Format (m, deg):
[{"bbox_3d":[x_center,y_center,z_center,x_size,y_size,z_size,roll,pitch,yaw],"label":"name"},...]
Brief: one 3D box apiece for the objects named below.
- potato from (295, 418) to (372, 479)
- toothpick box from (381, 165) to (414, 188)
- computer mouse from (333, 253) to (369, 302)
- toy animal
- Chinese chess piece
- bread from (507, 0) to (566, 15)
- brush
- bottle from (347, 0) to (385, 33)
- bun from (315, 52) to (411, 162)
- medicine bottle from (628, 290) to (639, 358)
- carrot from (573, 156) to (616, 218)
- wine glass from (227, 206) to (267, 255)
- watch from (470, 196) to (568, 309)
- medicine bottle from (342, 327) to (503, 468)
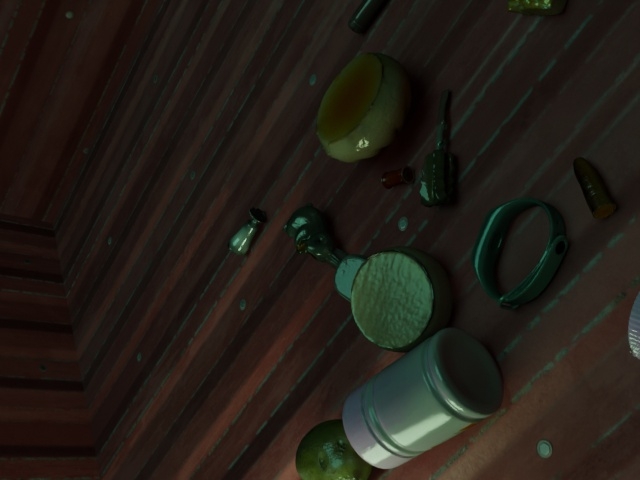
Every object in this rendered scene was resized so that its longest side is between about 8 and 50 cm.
[{"bbox_3d":[0.026,0.539,1.896,0.251,0.159,0.174,-34,31,53],"label":"potato"},{"bbox_3d":[0.195,-0.160,1.955,0.083,0.047,0.047,-11,72,51],"label":"toothpick box"},{"bbox_3d":[0.130,0.114,1.946,0.231,0.079,0.128,30,103,34],"label":"computer mouse"},{"bbox_3d":[-0.010,-0.004,2.128,0.236,0.108,0.138,42,113,48],"label":"toy animal"},{"bbox_3d":[0.187,0.137,1.798,0.249,0.103,0.250,-5,82,37],"label":"Chinese chess piece"},{"bbox_3d":[0.489,-0.587,1.671,0.125,0.068,0.188,22,98,52],"label":"bread"},{"bbox_3d":[0.286,-0.227,1.845,0.084,0.071,0.301,-14,64,54],"label":"brush"},{"bbox_3d":[0.134,-0.651,2.165,0.140,0.053,0.053,-51,45,32],"label":"bottle"},{"bbox_3d":[0.128,-0.329,1.994,0.299,0.164,0.299,-39,37,37],"label":"bun"},{"bbox_3d":[0.645,0.155,1.173,0.290,0.178,0.178,24,99,53],"label":"medicine bottle"},{"bbox_3d":[0.531,-0.111,1.504,0.048,0.048,0.139,-42,49,38],"label":"carrot"},{"bbox_3d":[-0.234,-0.028,2.463,0.155,0.072,0.072,-54,43,27],"label":"wine glass"},{"bbox_3d":[0.413,0.025,1.611,0.195,0.068,0.237,29,100,49],"label":"watch"},{"bbox_3d":[0.216,0.345,1.660,0.316,0.202,0.202,-42,50,38],"label":"medicine bottle"}]
